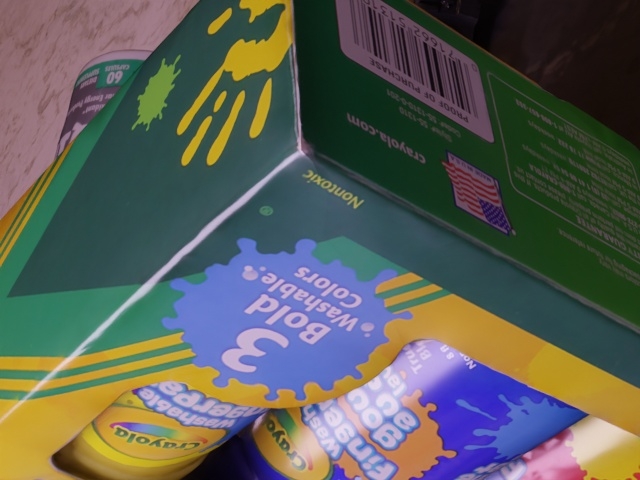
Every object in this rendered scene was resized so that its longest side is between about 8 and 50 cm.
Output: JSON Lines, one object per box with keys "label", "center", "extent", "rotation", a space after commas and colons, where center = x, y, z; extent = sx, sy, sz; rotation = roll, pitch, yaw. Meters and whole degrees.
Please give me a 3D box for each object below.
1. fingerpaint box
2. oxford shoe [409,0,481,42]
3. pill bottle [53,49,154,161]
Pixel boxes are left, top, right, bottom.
{"label": "fingerpaint box", "center": [0.040, 0.090, 0.711], "extent": [0.371, 0.444, 0.163], "rotation": [-39, 39, 34]}
{"label": "oxford shoe", "center": [0.104, -0.157, 1.183], "extent": [0.096, 0.082, 0.227], "rotation": [135, 151, -77]}
{"label": "pill bottle", "center": [-0.226, -0.026, 1.440], "extent": [0.204, 0.204, 0.361], "rotation": [-25, 47, 46]}
